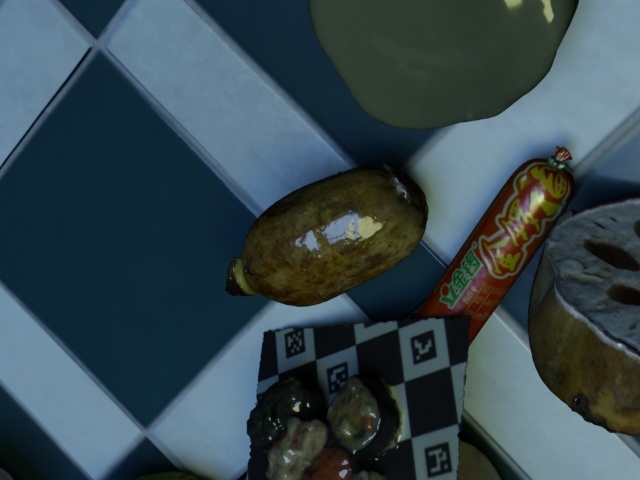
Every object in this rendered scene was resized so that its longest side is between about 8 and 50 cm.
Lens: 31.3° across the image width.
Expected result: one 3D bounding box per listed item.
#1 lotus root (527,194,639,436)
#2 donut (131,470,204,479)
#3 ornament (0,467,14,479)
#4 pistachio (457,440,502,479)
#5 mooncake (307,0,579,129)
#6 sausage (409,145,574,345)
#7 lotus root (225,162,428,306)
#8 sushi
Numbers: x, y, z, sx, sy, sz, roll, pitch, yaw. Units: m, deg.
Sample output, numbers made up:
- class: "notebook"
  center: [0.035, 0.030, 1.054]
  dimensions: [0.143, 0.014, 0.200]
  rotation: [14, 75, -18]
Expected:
- class: "lotus root"
  center: [0.337, 0.095, 1.120]
  dimensions: [0.272, 0.272, 0.192]
  rotation: [18, 124, 16]
- class: "donut"
  center: [-0.192, 0.428, 1.530]
  dimensions: [0.272, 0.107, 0.272]
  rotation: [5, 106, 17]
- class: "ornament"
  center: [-0.523, 0.419, 1.582]
  dimensions: [0.259, 0.259, 0.225]
  rotation: [49, 160, 0]
- class: "pistachio"
  center: [0.116, 0.377, 1.331]
  dimensions: [0.208, 0.226, 0.332]
  rotation: [33, 126, 54]
- class: "mooncake"
  center: [0.120, -0.245, 1.122]
  dimensions: [0.275, 0.135, 0.275]
  rotation: [8, 124, 13]
- class: "sausage"
  center: [0.192, 0.007, 1.232]
  dimensions: [0.083, 0.083, 0.264]
  rotation: [35, 117, 8]
- class: "lotus root"
  center: [0.000, 0.000, 1.267]
  dimensions: [0.260, 0.145, 0.128]
  rotation: [-29, 73, 25]
- class: "sushi"
  center: [0.003, 0.246, 1.252]
  dimensions: [0.320, 0.069, 0.339]
  rotation: [-6, 72, 43]
